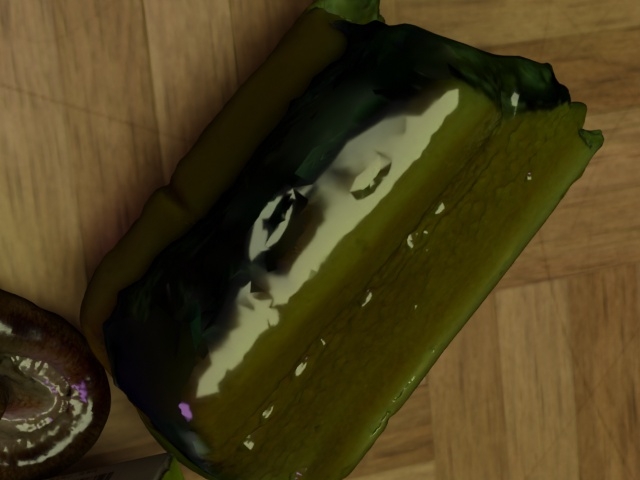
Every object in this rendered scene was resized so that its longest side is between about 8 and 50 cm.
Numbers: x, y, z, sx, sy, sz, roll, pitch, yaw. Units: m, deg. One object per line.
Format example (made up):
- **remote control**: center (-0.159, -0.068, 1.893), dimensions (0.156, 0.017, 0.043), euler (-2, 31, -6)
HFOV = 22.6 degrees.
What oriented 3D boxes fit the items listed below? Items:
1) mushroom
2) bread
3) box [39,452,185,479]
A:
- **mushroom**: center (-0.230, 0.105, 1.067), dimensions (0.227, 0.217, 0.148), euler (24, 90, -23)
- **bread**: center (0.000, 0.000, 1.139), dimensions (0.376, 0.208, 0.251), euler (-54, 138, -3)
- **box**: center (-0.198, 0.262, 1.128), dimensions (0.261, 0.062, 0.175), euler (-14, 108, 16)
